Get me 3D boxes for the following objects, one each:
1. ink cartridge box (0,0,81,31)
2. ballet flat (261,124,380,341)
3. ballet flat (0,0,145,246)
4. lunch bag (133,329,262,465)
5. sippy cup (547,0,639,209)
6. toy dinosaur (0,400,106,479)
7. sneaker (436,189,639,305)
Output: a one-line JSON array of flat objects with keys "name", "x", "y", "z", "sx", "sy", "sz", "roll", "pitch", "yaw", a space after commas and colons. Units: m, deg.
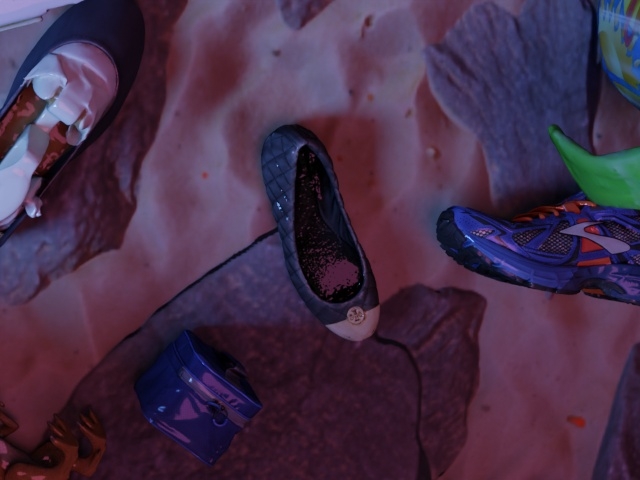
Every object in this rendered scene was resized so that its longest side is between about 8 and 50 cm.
[{"name": "ink cartridge box", "x": -0.189, "y": -0.227, "z": 0.799, "sx": 0.255, "sy": 0.097, "sz": 0.189, "roll": -17, "pitch": 110, "yaw": -14}, {"name": "ballet flat", "x": 0.000, "y": 0.000, "z": 0.951, "sx": 0.057, "sy": 0.049, "sz": 0.173, "roll": -26, "pitch": 112, "yaw": -8}, {"name": "ballet flat", "x": -0.177, "y": -0.070, "z": 0.863, "sx": 0.074, "sy": 0.074, "sz": 0.203, "roll": 38, "pitch": 92, "yaw": -24}, {"name": "lunch bag", "x": -0.082, "y": 0.104, "z": 0.929, "sx": 0.067, "sy": 0.098, "sz": 0.065, "roll": 40, "pitch": 88, "yaw": -18}, {"name": "sippy cup", "x": 0.306, "y": -0.144, "z": 0.912, "sx": 0.305, "sy": 0.224, "sz": 0.240, "roll": -2, "pitch": 106, "yaw": -17}, {"name": "toy dinosaur", "x": -0.197, "y": 0.173, "z": 0.943, "sx": 0.112, "sy": 0.064, "sz": 0.211, "roll": -39, "pitch": 105, "yaw": 16}, {"name": "sneaker", "x": 0.184, "y": -0.003, "z": 1.003, "sx": 0.221, "sy": 0.083, "sz": 0.087, "roll": 9, "pitch": 89, "yaw": -25}]
